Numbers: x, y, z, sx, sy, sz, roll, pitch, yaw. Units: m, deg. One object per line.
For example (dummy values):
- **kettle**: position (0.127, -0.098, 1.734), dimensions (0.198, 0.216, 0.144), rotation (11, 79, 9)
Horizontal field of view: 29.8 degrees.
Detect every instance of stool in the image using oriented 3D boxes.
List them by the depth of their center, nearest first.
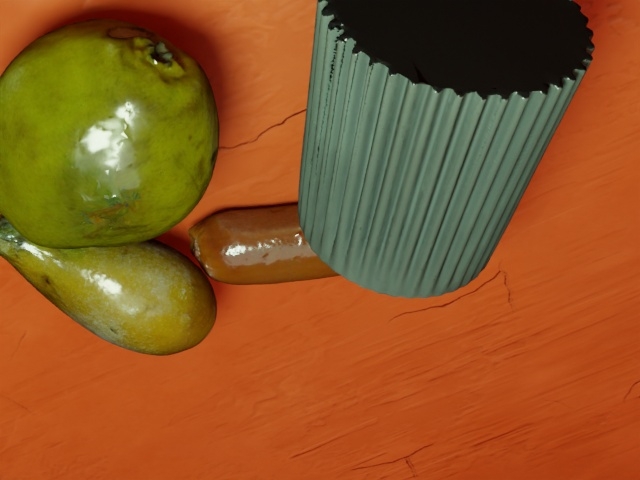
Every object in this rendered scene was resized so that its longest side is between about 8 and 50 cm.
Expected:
- **stool**: position (0.120, -0.130, 1.375), dimensions (0.297, 0.297, 0.330), rotation (2, 136, -10)

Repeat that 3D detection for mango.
- **mango**: position (-0.280, 0.049, 1.544), dimensions (0.316, 0.193, 0.146), rotation (24, 83, -22)

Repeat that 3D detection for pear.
- **pear**: position (-0.246, -0.112, 1.364), dimensions (0.269, 0.269, 0.321), rotation (28, 136, -29)

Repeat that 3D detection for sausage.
- **sausage**: position (0.000, 0.000, 1.601), dimensions (0.348, 0.094, 0.097), rotation (-5, 138, -4)
